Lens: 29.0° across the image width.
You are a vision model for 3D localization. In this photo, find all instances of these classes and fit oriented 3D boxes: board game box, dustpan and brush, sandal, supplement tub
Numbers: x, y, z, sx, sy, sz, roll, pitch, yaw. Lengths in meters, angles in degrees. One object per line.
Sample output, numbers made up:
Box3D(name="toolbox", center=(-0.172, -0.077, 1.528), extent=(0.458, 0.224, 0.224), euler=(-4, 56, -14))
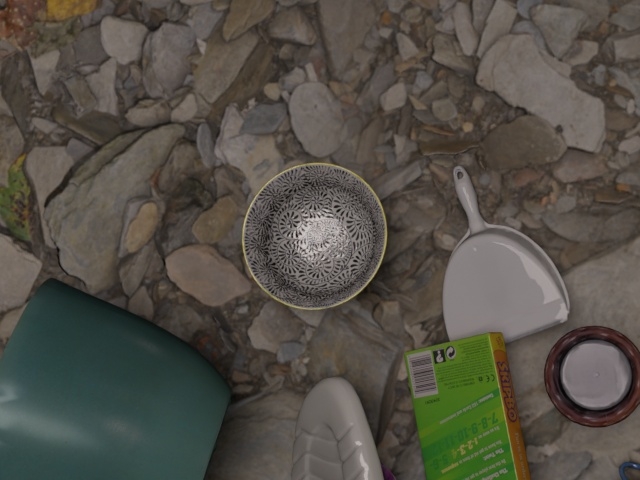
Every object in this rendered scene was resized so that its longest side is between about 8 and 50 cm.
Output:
Box3D(name="board game box", center=(0.169, 0.240, 1.368), extent=(0.124, 0.039, 0.260), euler=(-18, 75, 41))
Box3D(name="dustpan and brush", center=(0.188, 0.012, 1.418), extent=(0.147, 0.060, 0.211), euler=(-23, 85, 21))
Box3D(name="sandal", center=(0.059, 0.355, 1.361), extent=(0.102, 0.169, 0.416), euler=(-4, 79, -34))
Box3D(name="supplement tub", center=(0.288, 0.144, 1.300), extent=(0.106, 0.198, 0.106), euler=(-2, 82, 11))

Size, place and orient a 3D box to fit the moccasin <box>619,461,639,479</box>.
Box3D(name="moccasin", center=(0.320, 0.316, 1.303), extent=(0.342, 0.138, 0.117), euler=(-45, 72, 2))

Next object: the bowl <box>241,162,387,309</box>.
Box3D(name="bowl", center=(0.000, 0.000, 1.441), extent=(0.170, 0.080, 0.170), euler=(-2, 81, 12))

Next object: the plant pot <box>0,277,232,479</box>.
Box3D(name="plant pot", center=(-0.233, 0.216, 1.365), extent=(0.235, 0.293, 0.293), euler=(18, 86, -1))
